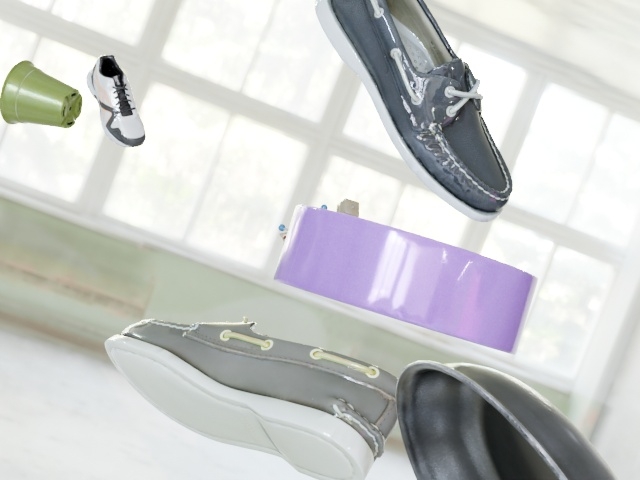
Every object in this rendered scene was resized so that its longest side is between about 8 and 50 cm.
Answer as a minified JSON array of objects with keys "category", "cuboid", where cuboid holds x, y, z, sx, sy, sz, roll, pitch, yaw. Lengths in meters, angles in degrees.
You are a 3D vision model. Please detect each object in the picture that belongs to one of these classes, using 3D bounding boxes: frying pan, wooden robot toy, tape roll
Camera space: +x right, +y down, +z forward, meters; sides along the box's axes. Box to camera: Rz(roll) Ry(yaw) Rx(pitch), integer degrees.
[{"category":"frying pan","cuboid":[0.125,0.197,0.642,0.197,0.053,0.326,29,-36,58]},{"category":"wooden robot toy","cuboid":[0.000,0.000,1.977,0.173,0.079,0.076,-24,-37,34]},{"category":"tape roll","cuboid":[0.092,0.043,1.324,0.275,0.090,0.275,17,-1,0]}]

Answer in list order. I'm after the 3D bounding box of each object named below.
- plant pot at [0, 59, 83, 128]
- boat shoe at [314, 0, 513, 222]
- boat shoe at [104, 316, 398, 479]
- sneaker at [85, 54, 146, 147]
[{"category":"plant pot","cuboid":[-0.341,-0.174,1.508,0.079,0.083,0.083,18,0,16]},{"category":"boat shoe","cuboid":[0.108,-0.159,1.239,0.302,0.091,0.114,53,36,6]},{"category":"boat shoe","cuboid":[-0.063,0.124,1.072,0.305,0.091,0.109,15,-37,37]},{"category":"sneaker","cuboid":[-0.212,-0.145,1.264,0.040,0.043,0.109,-19,70,-33]}]
